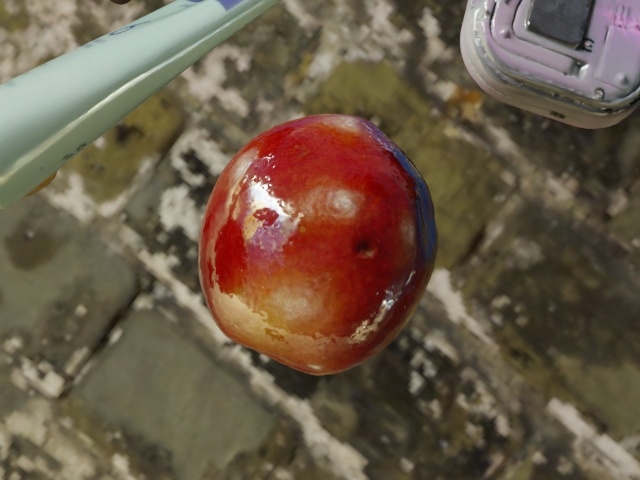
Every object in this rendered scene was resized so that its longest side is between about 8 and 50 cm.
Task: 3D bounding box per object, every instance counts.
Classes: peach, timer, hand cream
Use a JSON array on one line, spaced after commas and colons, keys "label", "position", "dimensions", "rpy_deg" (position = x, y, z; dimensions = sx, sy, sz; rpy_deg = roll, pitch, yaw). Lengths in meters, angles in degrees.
[{"label": "peach", "position": [0.000, 0.000, 1.227], "dimensions": [0.199, 0.243, 0.243], "rpy_deg": [19, 18, -31]}, {"label": "timer", "position": [0.238, -0.218, 1.337], "dimensions": [0.190, 0.209, 0.069], "rpy_deg": [17, -20, -8]}, {"label": "hand cream", "position": [-0.093, -0.124, 0.874], "dimensions": [0.067, 0.320, 0.109], "rpy_deg": [62, -16, -18]}]

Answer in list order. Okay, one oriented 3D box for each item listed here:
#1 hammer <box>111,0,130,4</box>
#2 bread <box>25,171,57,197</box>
[{"label": "hammer", "position": [-0.228, -0.366, 1.469], "dimensions": [0.242, 0.095, 0.409], "rpy_deg": [52, -11, 8]}, {"label": "bread", "position": [-0.330, -0.070, 1.427], "dimensions": [0.115, 0.056, 0.082], "rpy_deg": [-7, -40, 38]}]
